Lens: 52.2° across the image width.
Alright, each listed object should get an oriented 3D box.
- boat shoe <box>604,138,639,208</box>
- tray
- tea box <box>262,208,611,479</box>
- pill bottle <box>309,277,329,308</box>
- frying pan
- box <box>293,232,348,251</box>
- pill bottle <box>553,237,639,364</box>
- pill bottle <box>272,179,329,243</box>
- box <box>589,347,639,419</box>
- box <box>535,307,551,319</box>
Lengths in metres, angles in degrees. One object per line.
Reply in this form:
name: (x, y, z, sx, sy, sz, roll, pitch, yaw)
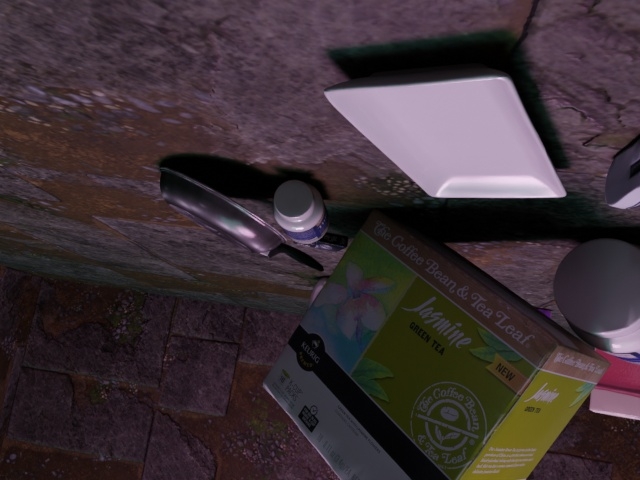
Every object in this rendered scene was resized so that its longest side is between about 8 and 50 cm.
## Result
boat shoe: (0.303, -0.060, 0.525, 0.083, 0.065, 0.183, 6, 175, 5)
tray: (0.126, -0.090, 0.580, 0.145, 0.030, 0.270, 3, 168, 29)
tea box: (0.149, 0.188, 0.919, 0.220, 0.323, 0.329, 22, -167, -48)
pill bottle: (0.093, 0.175, 1.686, 0.221, 0.124, 0.124, 15, 167, -24)
frying pan: (-0.122, -0.019, 0.947, 0.197, 0.053, 0.326, 27, 171, 20)
box: (0.000, 0.000, 1.156, 0.083, 0.018, 0.067, 12, 168, -15)
pill bottle: (0.433, 0.089, 0.919, 0.153, 0.153, 0.264, 0, 166, 38)
pill bottle: (-0.026, -0.039, 0.858, 0.067, 0.067, 0.120, 7, 169, 8)
box: (0.642, 0.244, 1.328, 0.127, 0.232, 0.148, 0, 166, 41)
box: (0.414, 0.192, 1.694, 0.293, 0.057, 0.201, 10, 168, -6)
